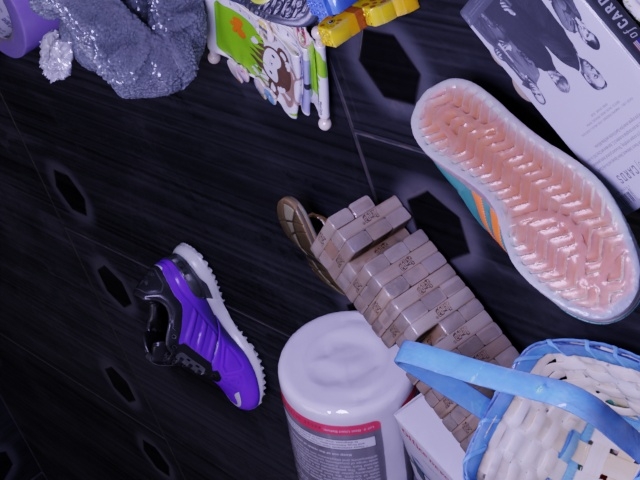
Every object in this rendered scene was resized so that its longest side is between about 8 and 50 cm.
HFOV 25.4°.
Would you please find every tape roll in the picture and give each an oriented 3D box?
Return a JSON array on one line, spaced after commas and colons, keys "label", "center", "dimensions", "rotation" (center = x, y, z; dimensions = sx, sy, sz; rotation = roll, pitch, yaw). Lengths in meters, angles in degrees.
[{"label": "tape roll", "center": [-0.449, -0.362, 2.033], "dimensions": [0.189, 0.080, 0.189], "rotation": [39, 152, 26]}]

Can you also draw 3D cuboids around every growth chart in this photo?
[{"label": "growth chart", "center": [-0.064, -0.219, 1.639], "dimensions": [0.237, 0.021, 0.172], "rotation": [35, 149, 36]}]

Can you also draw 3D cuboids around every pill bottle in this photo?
[{"label": "pill bottle", "center": [0.048, 0.257, 1.872], "dimensions": [0.176, 0.176, 0.318], "rotation": [34, 148, 34]}]

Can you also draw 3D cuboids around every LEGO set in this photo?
[{"label": "LEGO set", "center": [0.015, -0.242, 1.393], "dimensions": [0.227, 0.093, 0.087], "rotation": [18, 138, 50]}]

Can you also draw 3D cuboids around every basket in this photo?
[{"label": "basket", "center": [0.236, 0.188, 1.407], "dimensions": [0.289, 0.201, 0.255], "rotation": [32, 169, -37]}]

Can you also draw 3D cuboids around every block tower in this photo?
[{"label": "block tower", "center": [0.130, 0.101, 1.610], "dimensions": [0.335, 0.091, 0.097], "rotation": [53, 156, 11]}]

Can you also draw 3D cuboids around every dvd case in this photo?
[{"label": "dvd case", "center": [0.225, -0.139, 1.192], "dimensions": [0.238, 0.029, 0.179], "rotation": [50, 163, 2]}]

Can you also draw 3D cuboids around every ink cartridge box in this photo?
[{"label": "ink cartridge box", "center": [0.176, 0.286, 1.759], "dimensions": [0.139, 0.082, 0.190], "rotation": [45, 164, 41]}]

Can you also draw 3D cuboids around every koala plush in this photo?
[{"label": "koala plush", "center": [-0.250, -0.258, 1.700], "dimensions": [0.203, 0.196, 0.221], "rotation": [60, 156, -14]}]

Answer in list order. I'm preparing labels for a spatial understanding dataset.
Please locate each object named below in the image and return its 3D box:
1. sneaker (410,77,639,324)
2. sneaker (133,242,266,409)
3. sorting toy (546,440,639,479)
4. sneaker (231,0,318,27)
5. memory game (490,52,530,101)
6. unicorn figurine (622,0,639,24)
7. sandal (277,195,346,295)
[{"label": "sneaker", "center": [0.205, -0.029, 1.315], "dimensions": [0.302, 0.108, 0.121], "rotation": [54, -171, 35]}, {"label": "sneaker", "center": [-0.201, 0.161, 2.200], "dimensions": [0.102, 0.146, 0.293], "rotation": [7, 129, 56]}, {"label": "sorting toy", "center": [0.318, 0.299, 1.625], "dimensions": [0.348, 0.047, 0.196], "rotation": [15, 135, 52]}, {"label": "sneaker", "center": [-0.079, -0.288, 1.545], "dimensions": [0.209, 0.082, 0.069], "rotation": [26, 102, 21]}, {"label": "memory game", "center": [0.210, -0.176, 1.247], "dimensions": [0.186, 0.012, 0.186], "rotation": [38, 151, 26]}, {"label": "unicorn figurine", "center": [0.262, -0.197, 1.074], "dimensions": [0.111, 0.060, 0.162], "rotation": [55, 159, 12]}, {"label": "sandal", "center": [0.000, 0.000, 1.787], "dimensions": [0.072, 0.049, 0.180], "rotation": [31, 162, 48]}]
